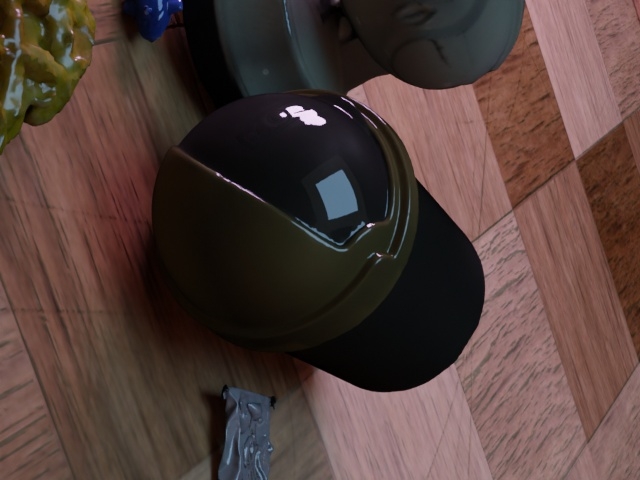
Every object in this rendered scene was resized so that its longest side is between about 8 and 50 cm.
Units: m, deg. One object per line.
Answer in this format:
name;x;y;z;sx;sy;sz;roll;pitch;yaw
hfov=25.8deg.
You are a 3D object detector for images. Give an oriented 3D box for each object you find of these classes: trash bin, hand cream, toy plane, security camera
trash bin;0.000;0.000;1.131;0.334;0.214;0.214;34;48;-55
hand cream;-0.046;0.241;1.100;0.084;0.050;0.257;27;47;-57
toy plane;-0.135;-0.233;1.178;0.062;0.054;0.167;77;13;-61
security camera;0.039;-0.207;1.209;0.197;0.277;0.191;-70;146;-50

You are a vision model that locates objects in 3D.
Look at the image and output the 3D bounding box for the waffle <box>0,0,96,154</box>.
waffle;-0.253;-0.213;0.893;0.325;0.068;0.302;61;37;-26
